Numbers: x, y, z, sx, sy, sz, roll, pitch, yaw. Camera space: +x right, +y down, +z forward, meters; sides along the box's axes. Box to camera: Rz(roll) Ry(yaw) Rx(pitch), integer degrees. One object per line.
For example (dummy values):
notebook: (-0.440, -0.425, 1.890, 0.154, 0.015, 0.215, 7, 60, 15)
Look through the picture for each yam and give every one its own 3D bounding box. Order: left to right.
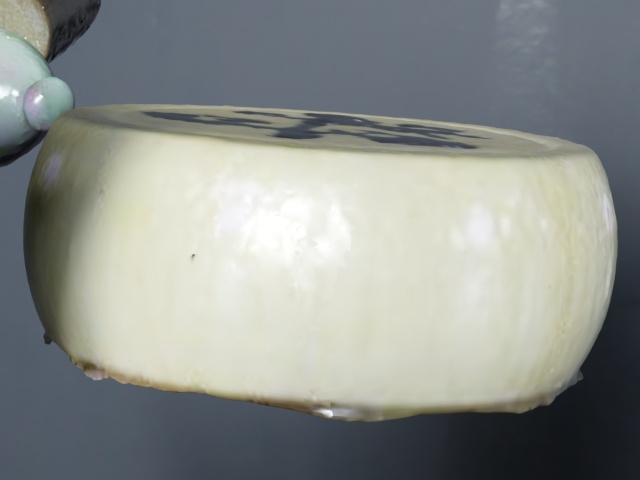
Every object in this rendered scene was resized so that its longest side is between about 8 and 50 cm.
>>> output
yam: (-0.217, -0.176, 1.123, 0.127, 0.084, 0.084, -57, -22, -62)

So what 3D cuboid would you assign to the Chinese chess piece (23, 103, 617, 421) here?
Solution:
Chinese chess piece: (0.000, 0.000, 0.647, 0.257, 0.257, 0.104, 17, 105, 59)

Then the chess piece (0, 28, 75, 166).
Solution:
chess piece: (-0.218, -0.079, 0.776, 0.272, 0.139, 0.139, 11, 106, 42)
